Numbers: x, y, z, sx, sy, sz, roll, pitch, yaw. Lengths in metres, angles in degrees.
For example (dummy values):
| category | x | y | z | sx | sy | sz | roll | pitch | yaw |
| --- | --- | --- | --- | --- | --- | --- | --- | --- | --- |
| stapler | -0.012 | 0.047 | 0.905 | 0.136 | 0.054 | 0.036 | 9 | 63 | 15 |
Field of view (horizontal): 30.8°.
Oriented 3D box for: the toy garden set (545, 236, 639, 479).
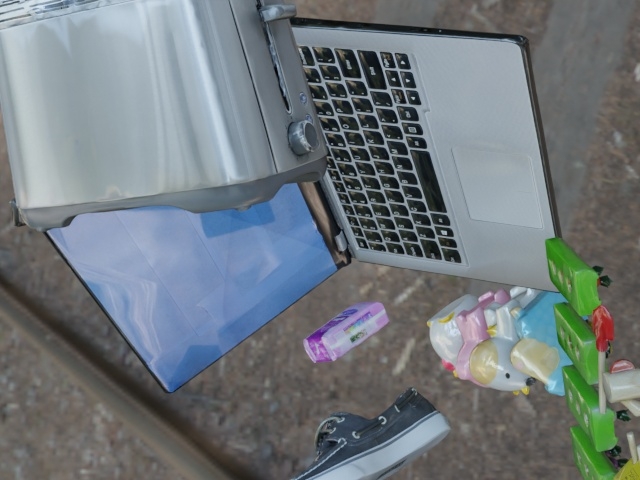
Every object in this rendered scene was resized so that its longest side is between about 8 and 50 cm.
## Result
| category | x | y | z | sx | sy | sz | roll | pitch | yaw |
| --- | --- | --- | --- | --- | --- | --- | --- | --- | --- |
| toy garden set | 0.268 | 0.137 | 1.061 | 0.204 | 0.049 | 0.244 | -104 | 3 | -74 |

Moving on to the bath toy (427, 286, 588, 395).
| category | x | y | z | sx | sy | sz | roll | pitch | yaw |
| --- | --- | --- | --- | --- | --- | --- | --- | --- | --- |
| bath toy | 0.246 | 0.146 | 1.601 | 0.129 | 0.151 | 0.348 | 55 | 166 | -4 |

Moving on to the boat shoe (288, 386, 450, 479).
| category | x | y | z | sx | sy | sz | roll | pitch | yaw |
| --- | --- | --- | --- | --- | --- | --- | --- | --- | --- |
| boat shoe | 0.034 | 0.199 | 1.128 | 0.076 | 0.228 | 0.080 | 52 | 136 | 18 |

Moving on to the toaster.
| category | x | y | z | sx | sy | sz | roll | pitch | yaw |
| --- | --- | --- | --- | --- | --- | --- | --- | --- | --- |
| toaster | -0.110 | -0.091 | 0.721 | 0.226 | 0.129 | 0.147 | -5 | 100 | 29 |

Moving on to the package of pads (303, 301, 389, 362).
| category | x | y | z | sx | sy | sz | roll | pitch | yaw |
| --- | --- | --- | --- | --- | --- | --- | --- | --- | --- |
| package of pads | 0.027 | 0.095 | 1.219 | 0.050 | 0.083 | 0.032 | -16 | 104 | 58 |

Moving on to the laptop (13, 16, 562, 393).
| category | x | y | z | sx | sy | sz | roll | pitch | yaw |
| --- | --- | --- | --- | --- | --- | --- | --- | --- | --- |
| laptop | 0.000 | 0.000 | 1.135 | 0.407 | 0.382 | 0.236 | 9 | 58 | 24 |
